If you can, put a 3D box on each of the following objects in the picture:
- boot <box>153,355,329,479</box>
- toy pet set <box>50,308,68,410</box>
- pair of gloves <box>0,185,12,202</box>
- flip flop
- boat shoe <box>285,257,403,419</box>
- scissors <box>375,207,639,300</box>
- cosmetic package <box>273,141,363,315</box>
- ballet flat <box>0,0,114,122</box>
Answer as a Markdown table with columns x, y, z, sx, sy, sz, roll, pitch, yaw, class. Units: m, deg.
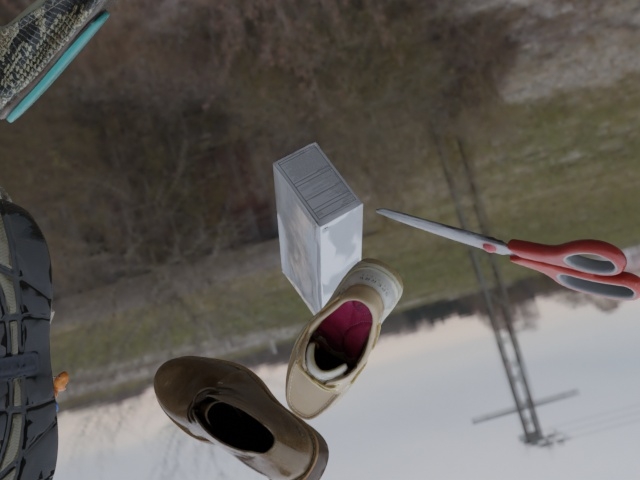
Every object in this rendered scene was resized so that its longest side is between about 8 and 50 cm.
| x | y | z | sx | sy | sz | roll | pitch | yaw | class |
| --- | --- | --- | --- | --- | --- | --- | --- | --- | --- |
| -0.125 | 0.204 | 1.422 | 0.305 | 0.112 | 0.115 | 22 | 170 | 45 | boot |
| -0.336 | 0.120 | 1.258 | 0.065 | 0.122 | 0.114 | -15 | 136 | -54 | toy pet set |
| -0.422 | -0.026 | 1.107 | 0.240 | 0.204 | 0.042 | -13 | 151 | -20 | pair of gloves |
| -0.256 | 0.106 | 0.832 | 0.080 | 0.277 | 0.112 | 6 | -174 | 42 | flip flop |
| 0.007 | 0.089 | 0.923 | 0.059 | 0.063 | 0.170 | -50 | 169 | -55 | boat shoe |
| 0.205 | 0.015 | 1.258 | 0.297 | 0.021 | 0.109 | 9 | 156 | 30 | scissors |
| 0.000 | 0.000 | 1.305 | 0.060 | 0.099 | 0.239 | -27 | 153 | -14 | cosmetic package |
| -0.305 | -0.355 | 1.518 | 0.483 | 0.182 | 0.164 | -35 | -166 | 11 | ballet flat |
